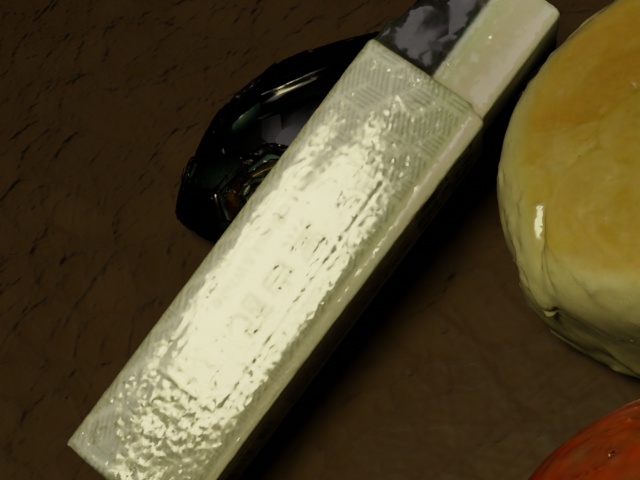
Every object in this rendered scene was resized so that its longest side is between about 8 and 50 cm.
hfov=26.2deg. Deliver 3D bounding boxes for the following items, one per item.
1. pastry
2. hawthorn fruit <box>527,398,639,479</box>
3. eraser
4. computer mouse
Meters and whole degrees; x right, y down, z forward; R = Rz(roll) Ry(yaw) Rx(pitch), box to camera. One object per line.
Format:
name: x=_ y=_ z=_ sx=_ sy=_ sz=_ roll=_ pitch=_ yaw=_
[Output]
pastry: x=0.221 y=-0.036 z=0.806 sx=0.265 sy=0.133 sz=0.264 roll=-15 pitch=53 yaw=22
hawthorn fruit: x=0.222 y=0.170 z=0.611 sx=0.276 sy=0.276 sz=0.307 roll=18 pitch=41 yaw=36
eraser: x=0.000 y=0.000 z=0.889 sx=0.096 sy=0.098 sz=0.404 roll=35 pitch=86 yaw=11
computer mouse: x=-0.011 y=-0.081 z=1.005 sx=0.242 sy=0.077 sz=0.146 roll=-29 pitch=52 yaw=9
